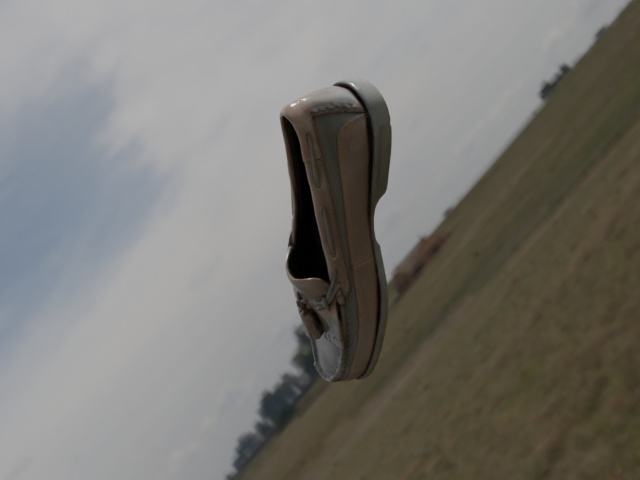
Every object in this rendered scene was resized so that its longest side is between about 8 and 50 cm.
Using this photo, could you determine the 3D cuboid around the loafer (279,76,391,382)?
[{"bbox_3d":[0.000,0.000,0.514,0.039,0.045,0.125,-15,-59,-31],"label":"loafer"}]
